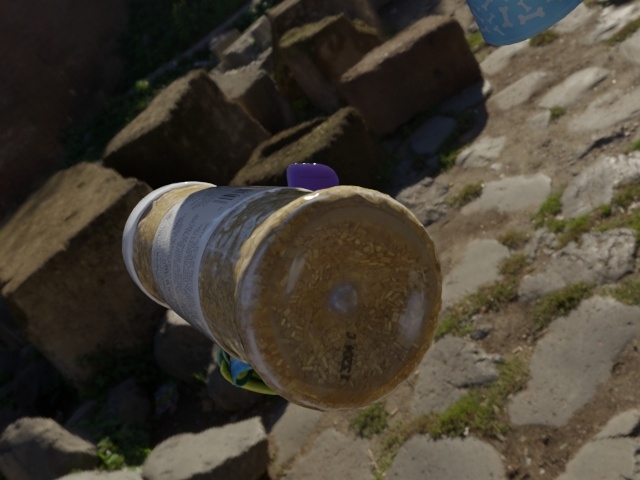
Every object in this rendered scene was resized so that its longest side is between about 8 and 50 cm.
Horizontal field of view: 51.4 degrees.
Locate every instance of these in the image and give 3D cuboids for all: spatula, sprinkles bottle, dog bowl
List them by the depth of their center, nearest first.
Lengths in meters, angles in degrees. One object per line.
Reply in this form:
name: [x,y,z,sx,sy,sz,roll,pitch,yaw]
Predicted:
sprinkles bottle: [-0.059,0.017,0.493,0.121,0.121,0.355,-48,22,-14]
dog bowl: [0.257,-0.365,0.778,0.166,0.074,0.297,-8,53,52]
spatula: [0.000,0.000,1.132,0.084,0.296,0.030,1,41,10]

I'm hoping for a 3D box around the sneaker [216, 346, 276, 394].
sneaker: [-0.109,0.076,0.916,0.127,0.319,0.208,-47,1,38]
